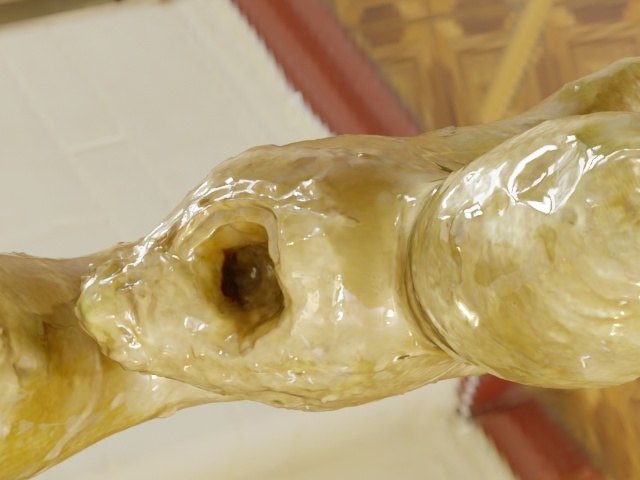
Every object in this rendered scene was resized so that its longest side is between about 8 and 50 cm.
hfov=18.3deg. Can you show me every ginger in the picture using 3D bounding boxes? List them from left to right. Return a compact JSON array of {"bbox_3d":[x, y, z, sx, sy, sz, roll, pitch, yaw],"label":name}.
[{"bbox_3d":[-0.009,0.019,0.709,0.363,0.348,0.122,-19,85,19],"label":"ginger"}]
